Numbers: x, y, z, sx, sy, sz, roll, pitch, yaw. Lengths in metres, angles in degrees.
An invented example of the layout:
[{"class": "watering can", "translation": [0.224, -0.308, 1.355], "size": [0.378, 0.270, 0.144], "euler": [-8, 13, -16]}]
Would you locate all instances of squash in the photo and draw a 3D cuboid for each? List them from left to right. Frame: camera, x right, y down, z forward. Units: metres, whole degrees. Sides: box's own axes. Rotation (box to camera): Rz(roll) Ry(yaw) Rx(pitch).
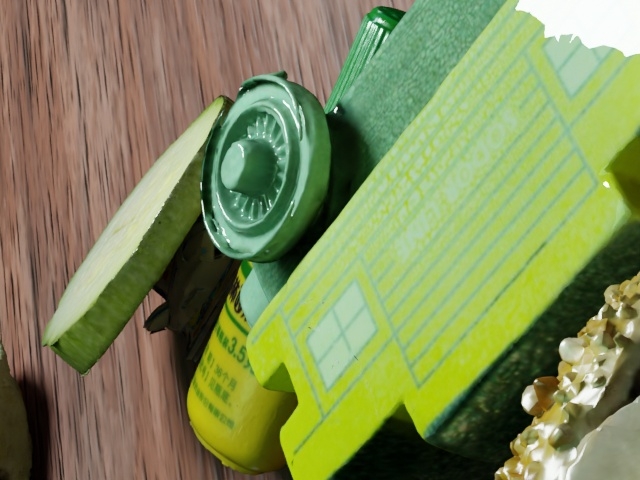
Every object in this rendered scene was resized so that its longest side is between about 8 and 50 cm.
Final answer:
[{"class": "squash", "translation": [-0.117, -0.003, 1.360], "size": [0.219, 0.041, 0.219], "euler": [-51, 12, 15]}]

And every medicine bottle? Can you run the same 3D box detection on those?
[{"class": "medicine bottle", "translation": [0.000, 0.000, 1.236], "size": [0.111, 0.076, 0.309], "euler": [47, 119, 53]}]

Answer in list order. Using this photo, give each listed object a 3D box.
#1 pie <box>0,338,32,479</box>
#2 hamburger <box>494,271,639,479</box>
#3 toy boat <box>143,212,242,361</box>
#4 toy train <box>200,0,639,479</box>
[{"class": "pie", "translation": [-0.294, 0.202, 1.640], "size": [0.201, 0.090, 0.248], "euler": [145, 130, -63]}, {"class": "hamburger", "translation": [0.167, 0.144, 0.711], "size": [0.170, 0.302, 0.302], "euler": [25, 101, 48]}, {"class": "toy boat", "translation": [-0.052, -0.013, 1.336], "size": [0.210, 0.066, 0.084], "euler": [-60, 36, 26]}, {"class": "toy train", "translation": [0.105, -0.042, 0.992], "size": [0.442, 0.179, 0.272], "euler": [-52, 45, 34]}]
